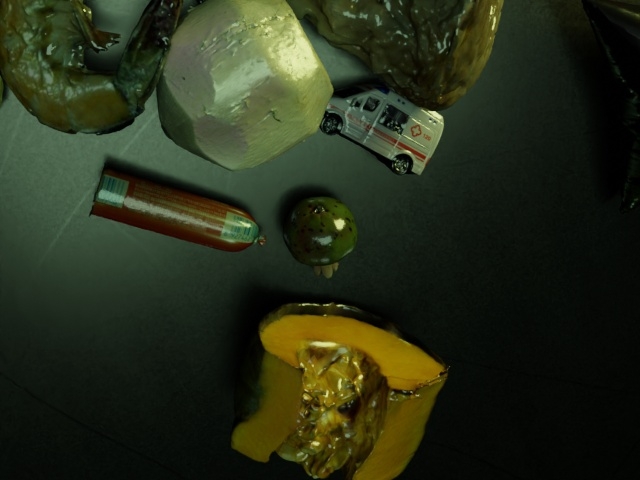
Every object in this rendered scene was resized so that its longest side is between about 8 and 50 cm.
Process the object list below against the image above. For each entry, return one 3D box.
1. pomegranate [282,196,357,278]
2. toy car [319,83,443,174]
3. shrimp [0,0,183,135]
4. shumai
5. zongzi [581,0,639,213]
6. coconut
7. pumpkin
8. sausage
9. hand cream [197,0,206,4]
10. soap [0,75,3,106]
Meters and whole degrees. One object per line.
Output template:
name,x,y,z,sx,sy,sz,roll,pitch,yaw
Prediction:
pomegranate,0.000,0.000,1.292,0.115,0.114,0.142,-15,136,-7
toy car,0.076,-0.180,1.249,0.210,0.089,0.108,26,101,-21
shrimp,-0.254,-0.313,1.033,0.445,0.085,0.272,-46,74,27
shumai,0.107,-0.359,1.183,0.283,0.217,0.345,7,98,18
zongzi,0.562,-0.262,1.256,0.384,0.319,0.362,-26,117,18
coconut,-0.116,-0.209,1.122,0.230,0.227,0.227,-29,112,3
pumpkin,0.022,0.233,1.293,0.303,0.256,0.225,22,109,6
sausage,-0.202,-0.035,1.247,0.264,0.083,0.083,17,104,-18
hand cream,-0.094,-0.383,1.167,0.186,0.054,0.087,-39,121,-5
soap,-0.474,-0.246,1.125,0.089,0.033,0.168,-21,104,25
